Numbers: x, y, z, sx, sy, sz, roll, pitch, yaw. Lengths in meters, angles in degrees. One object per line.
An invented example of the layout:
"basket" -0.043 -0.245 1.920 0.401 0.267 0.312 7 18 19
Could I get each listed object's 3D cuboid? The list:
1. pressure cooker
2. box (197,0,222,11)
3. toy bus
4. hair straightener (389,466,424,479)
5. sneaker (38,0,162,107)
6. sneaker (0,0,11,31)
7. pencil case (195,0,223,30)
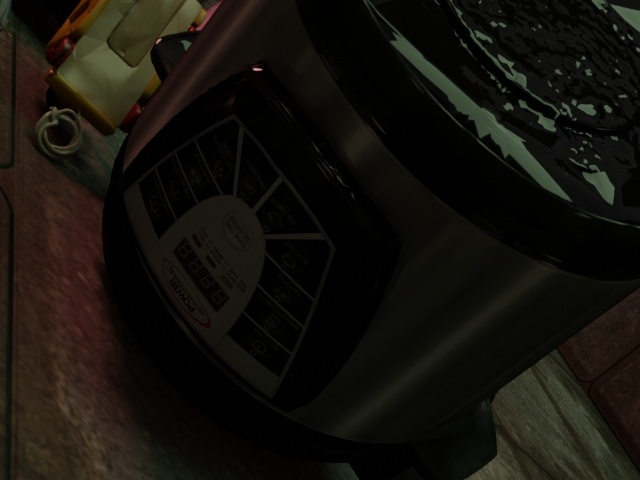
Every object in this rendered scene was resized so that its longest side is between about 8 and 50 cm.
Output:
"pressure cooker" 0.041 -0.030 0.915 0.375 0.420 0.370 26 44 -22
"box" -0.162 -0.317 1.610 0.056 0.183 0.231 24 -2 28
"toy bus" -0.198 -0.167 1.082 0.202 0.104 0.191 -7 89 -38
"hair straightener" 0.027 0.158 1.113 0.230 0.047 0.089 50 10 1
"sneaker" -0.261 -0.268 1.203 0.178 0.124 0.296 36 17 -49
"sneaker" -0.342 -0.273 1.008 0.237 0.085 0.086 60 -17 7
"pencil case" -0.089 -0.260 1.457 0.124 0.284 0.124 55 8 -11
